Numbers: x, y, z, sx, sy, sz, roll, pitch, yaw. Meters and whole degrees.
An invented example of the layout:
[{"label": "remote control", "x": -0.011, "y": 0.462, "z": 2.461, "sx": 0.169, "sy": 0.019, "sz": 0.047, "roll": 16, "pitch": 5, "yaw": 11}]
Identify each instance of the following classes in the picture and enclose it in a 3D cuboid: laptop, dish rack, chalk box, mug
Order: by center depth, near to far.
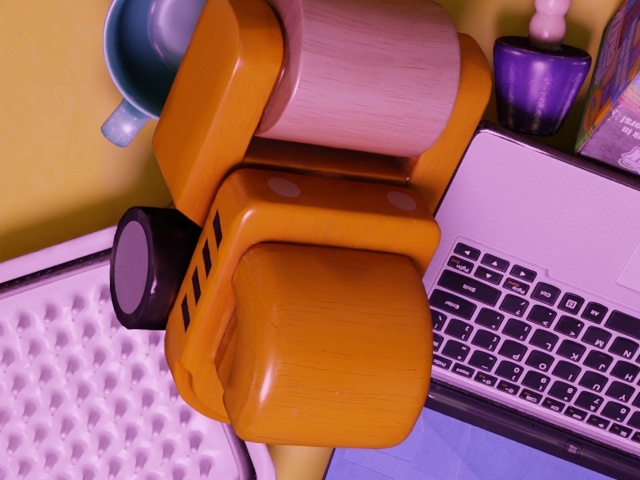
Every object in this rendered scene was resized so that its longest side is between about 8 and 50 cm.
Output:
[{"label": "chalk box", "x": 0.278, "y": -0.117, "z": 1.256, "sx": 0.132, "sy": 0.132, "sz": 0.213, "roll": 22, "pitch": 149, "yaw": -6}, {"label": "mug", "x": -0.108, "y": -0.156, "z": 1.303, "sx": 0.157, "sy": 0.097, "sz": 0.130, "roll": -17, "pitch": 105, "yaw": 9}, {"label": "laptop", "x": 0.211, "y": 0.187, "z": 1.305, "sx": 0.381, "sy": 0.236, "sz": 0.408, "roll": 21, "pitch": 130, "yaw": -4}, {"label": "dish rack", "x": -0.223, "y": 0.144, "z": 1.412, "sx": 0.332, "sy": 0.072, "sz": 0.286, "roll": -18, "pitch": 104, "yaw": 8}]

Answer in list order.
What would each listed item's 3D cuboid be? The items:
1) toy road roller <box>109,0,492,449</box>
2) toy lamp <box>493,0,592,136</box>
[{"label": "toy road roller", "x": 0.000, "y": 0.000, "z": 1.207, "sx": 0.202, "sy": 0.241, "sz": 0.330, "roll": 6, "pitch": 125, "yaw": -28}, {"label": "toy lamp", "x": 0.182, "y": -0.216, "z": 1.280, "sx": 0.080, "sy": 0.080, "sz": 0.275, "roll": 8, "pitch": 107, "yaw": 1}]
